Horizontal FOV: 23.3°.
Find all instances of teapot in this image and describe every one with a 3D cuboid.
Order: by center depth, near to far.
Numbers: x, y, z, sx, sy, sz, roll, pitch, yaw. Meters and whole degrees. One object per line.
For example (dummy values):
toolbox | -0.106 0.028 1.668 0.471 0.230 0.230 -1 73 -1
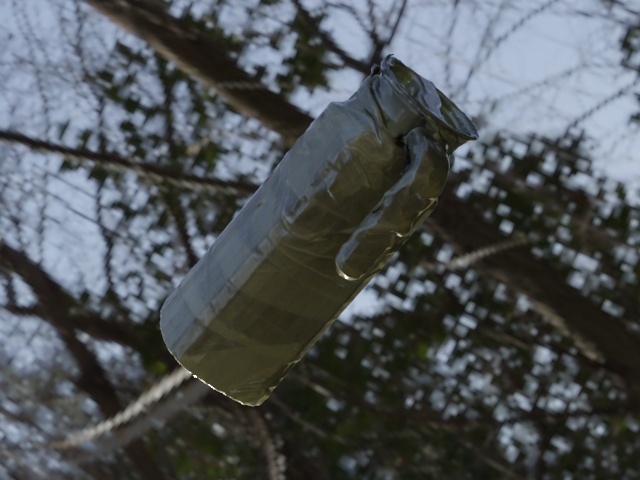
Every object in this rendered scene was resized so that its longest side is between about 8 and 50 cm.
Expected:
teapot | 0.000 0.000 0.840 0.077 0.107 0.200 33 -70 -21
